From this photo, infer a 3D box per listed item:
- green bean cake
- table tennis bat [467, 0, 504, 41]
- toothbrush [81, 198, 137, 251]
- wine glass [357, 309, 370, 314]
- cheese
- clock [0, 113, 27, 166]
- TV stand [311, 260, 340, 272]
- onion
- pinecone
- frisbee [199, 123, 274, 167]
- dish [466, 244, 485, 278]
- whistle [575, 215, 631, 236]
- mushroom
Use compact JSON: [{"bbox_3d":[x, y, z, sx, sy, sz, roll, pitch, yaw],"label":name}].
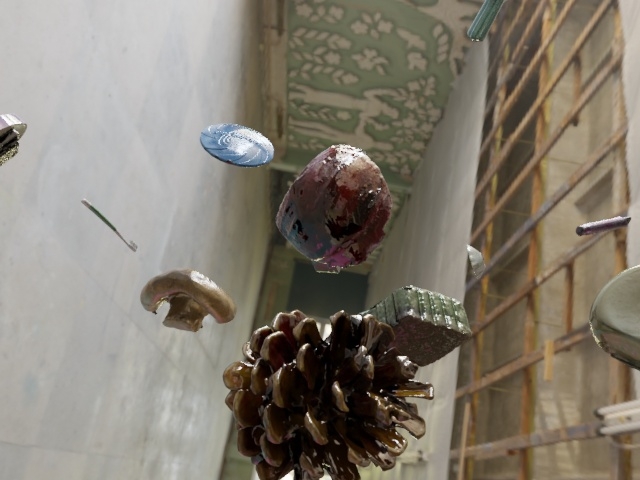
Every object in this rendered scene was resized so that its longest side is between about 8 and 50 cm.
[{"bbox_3d":[0.194,0.176,1.302,0.173,0.181,0.094,-48,-146,45],"label":"green bean cake"},{"bbox_3d":[0.363,-0.507,1.246,0.237,0.038,0.149,-63,159,16],"label":"table tennis bat"},{"bbox_3d":[-0.625,-0.044,1.877,0.257,0.018,0.024,55,45,-47],"label":"toothbrush"},{"bbox_3d":[0.186,0.186,1.545,0.079,0.195,0.079,165,-90,-70],"label":"wine glass"},{"bbox_3d":[0.586,0.123,1.127,0.202,0.091,0.175,-50,-143,-7],"label":"cheese"},{"bbox_3d":[-0.708,-0.199,1.359,0.172,0.064,0.198,-29,-161,53],"label":"clock"},{"bbox_3d":[0.000,0.000,2.073,0.270,0.088,0.083,67,35,-49],"label":"TV stand"},{"bbox_3d":[0.039,-0.087,1.598,0.314,0.280,0.146,-51,160,5],"label":"onion"},{"bbox_3d":[0.037,0.285,1.157,0.384,0.384,0.385,11,90,-89],"label":"pinecone"},{"bbox_3d":[-0.261,-0.314,2.001,0.242,0.242,0.045,-77,-172,-53],"label":"frisbee"},{"bbox_3d":[0.500,0.071,1.993,0.137,0.039,0.091,52,26,-50],"label":"dish"},{"bbox_3d":[0.775,-0.040,1.719,0.033,0.176,0.033,170,-90,-73],"label":"whistle"},{"bbox_3d":[-0.367,0.139,1.666,0.151,0.285,0.156,72,30,-49],"label":"mushroom"}]
